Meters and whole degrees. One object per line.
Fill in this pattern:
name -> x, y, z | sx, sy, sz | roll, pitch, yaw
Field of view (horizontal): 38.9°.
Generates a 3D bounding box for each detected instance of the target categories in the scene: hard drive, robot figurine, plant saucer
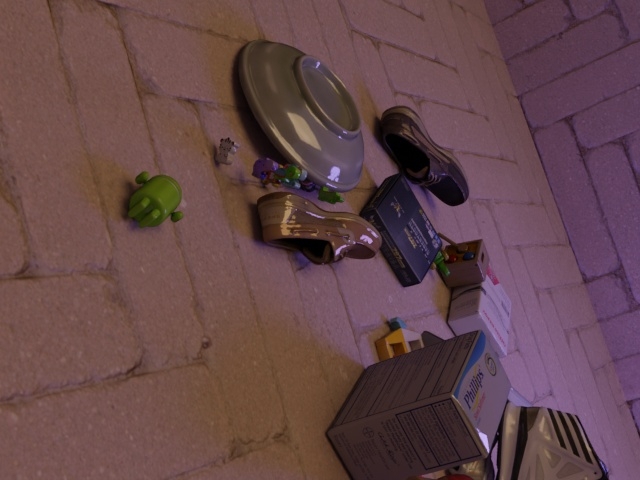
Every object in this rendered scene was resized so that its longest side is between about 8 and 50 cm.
hard drive -> 0.394, 0.338, 2.253 | 0.307, 0.203, 0.040 | 41, 80, -40
robot figurine -> -0.273, -0.067, 1.507 | 0.101, 0.067, 0.115 | 48, 32, -10
plant saucer -> -0.011, -0.300, 2.021 | 0.400, 0.100, 0.401 | 40, 31, -30

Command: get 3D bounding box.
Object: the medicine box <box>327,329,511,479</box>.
medicine box -> 0.201, 0.334, 1.801 | 0.149, 0.289, 0.263 | 62, 29, -11

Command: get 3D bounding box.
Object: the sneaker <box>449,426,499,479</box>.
sneaker -> 0.362, 0.475, 2.186 | 0.121, 0.099, 0.263 | 44, 35, -29

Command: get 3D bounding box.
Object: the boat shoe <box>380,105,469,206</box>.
boat shoe -> 0.277, -0.208, 2.506 | 0.355, 0.132, 0.130 | 44, 45, -22

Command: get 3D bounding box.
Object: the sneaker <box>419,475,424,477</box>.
sneaker -> 0.169, 0.497, 1.856 | 0.057, 0.075, 0.161 | 60, 29, -13

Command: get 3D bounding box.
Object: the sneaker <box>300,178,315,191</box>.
sneaker -> -0.026, -0.158, 2.029 | 0.057, 0.047, 0.119 | 69, 19, -50

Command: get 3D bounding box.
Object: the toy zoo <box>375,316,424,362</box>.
toy zoo -> 0.209, 0.320, 2.095 | 0.192, 0.030, 0.293 | 2, 68, -59

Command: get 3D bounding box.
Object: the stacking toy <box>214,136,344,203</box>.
stacking toy -> -0.078, -0.134, 1.762 | 0.167, 0.221, 0.052 | 23, 87, -52

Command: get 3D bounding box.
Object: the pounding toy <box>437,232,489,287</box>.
pounding toy -> 0.388, 0.045, 2.510 | 0.100, 0.130, 0.141 | 65, 28, -27

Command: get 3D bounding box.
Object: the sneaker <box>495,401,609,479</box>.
sneaker -> 0.533, 0.611, 2.099 | 0.169, 0.257, 0.448 | 33, 62, -72

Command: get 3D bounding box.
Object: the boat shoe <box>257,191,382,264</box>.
boat shoe -> 0.000, 0.000, 1.887 | 0.341, 0.121, 0.110 | 18, 59, -42

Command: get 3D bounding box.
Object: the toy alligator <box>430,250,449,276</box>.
toy alligator -> 0.285, 0.016, 2.425 | 0.190, 0.056, 0.051 | 56, -15, -7

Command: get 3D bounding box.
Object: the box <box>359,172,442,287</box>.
box -> 0.207, -0.027, 2.280 | 0.233, 0.059, 0.183 | 57, 41, -17

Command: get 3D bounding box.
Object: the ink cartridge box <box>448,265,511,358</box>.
ink cartridge box -> 0.443, 0.199, 2.505 | 0.172, 0.100, 0.237 | 55, 30, -22

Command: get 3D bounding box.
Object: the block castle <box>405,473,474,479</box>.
block castle -> 0.161, 0.635, 1.517 | 0.212, 0.303, 0.454 | 23, 51, -44
